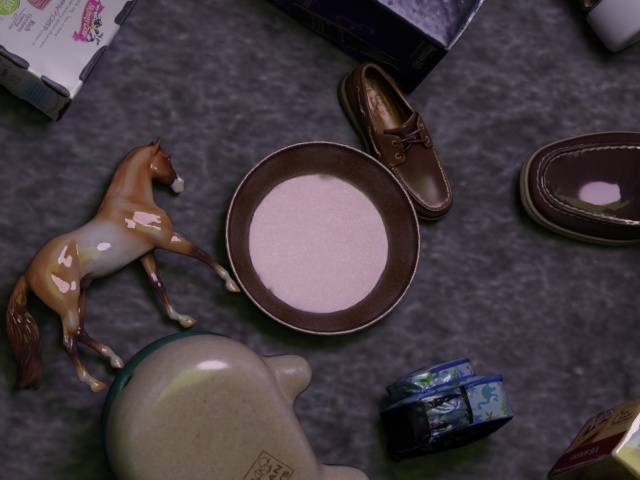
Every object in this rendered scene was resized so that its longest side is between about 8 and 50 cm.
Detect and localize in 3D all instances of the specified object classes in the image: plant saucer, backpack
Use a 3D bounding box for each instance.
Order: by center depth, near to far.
[{"bbox_3d":[0.124,0.160,1.926,0.114,0.105,0.084,-11,80,-20],"label":"backpack"},{"bbox_3d":[0.000,0.000,1.973,0.199,0.036,0.198,3,77,-13],"label":"plant saucer"}]

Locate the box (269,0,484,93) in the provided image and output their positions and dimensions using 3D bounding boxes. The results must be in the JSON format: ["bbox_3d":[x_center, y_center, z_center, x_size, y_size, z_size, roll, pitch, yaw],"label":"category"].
[{"bbox_3d":[0.052,-0.262,1.988,0.207,0.153,0.108,34,72,-2],"label":"box"}]

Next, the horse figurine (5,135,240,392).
[{"bbox_3d":[-0.205,0.034,1.903,0.263,0.066,0.174,-36,94,-21],"label":"horse figurine"}]

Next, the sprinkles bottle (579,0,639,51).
[{"bbox_3d":[0.253,-0.372,2.077,0.121,0.121,0.355,-34,86,-18],"label":"sprinkles bottle"}]

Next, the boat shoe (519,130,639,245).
[{"bbox_3d":[0.378,-0.060,2.027,0.342,0.123,0.123,6,75,-12],"label":"boat shoe"}]

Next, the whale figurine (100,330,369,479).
[{"bbox_3d":[-0.085,0.195,1.871,0.272,0.141,0.216,34,87,-26],"label":"whale figurine"}]

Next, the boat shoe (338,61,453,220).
[{"bbox_3d":[0.078,-0.101,2.002,0.064,0.060,0.178,-29,84,-18],"label":"boat shoe"}]

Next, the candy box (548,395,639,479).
[{"bbox_3d":[0.391,0.284,1.914,0.316,0.183,0.087,40,72,-1],"label":"candy box"}]

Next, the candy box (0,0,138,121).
[{"bbox_3d":[-0.307,-0.247,1.928,0.233,0.071,0.159,34,64,-8],"label":"candy box"}]
